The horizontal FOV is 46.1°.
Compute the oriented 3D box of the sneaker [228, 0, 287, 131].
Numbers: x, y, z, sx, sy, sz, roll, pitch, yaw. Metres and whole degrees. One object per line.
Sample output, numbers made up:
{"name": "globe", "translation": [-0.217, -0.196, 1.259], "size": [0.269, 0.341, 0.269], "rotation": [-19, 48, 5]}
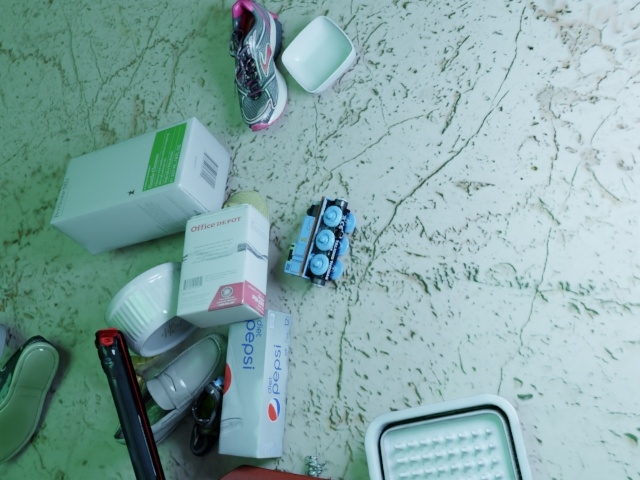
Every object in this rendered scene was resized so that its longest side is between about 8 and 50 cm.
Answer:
{"name": "sneaker", "translation": [-0.152, -0.382, 1.649], "size": [0.120, 0.112, 0.299], "rotation": [-14, 73, 26]}

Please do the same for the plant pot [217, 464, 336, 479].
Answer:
{"name": "plant pot", "translation": [-0.111, 0.564, 1.324], "size": [0.267, 0.235, 0.267], "rotation": [0, 83, 30]}

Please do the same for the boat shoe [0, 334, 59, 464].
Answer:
{"name": "boat shoe", "translation": [-0.736, 0.376, 1.800], "size": [0.113, 0.127, 0.340], "rotation": [37, 105, 56]}

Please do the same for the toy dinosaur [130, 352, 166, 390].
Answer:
{"name": "toy dinosaur", "translation": [-0.406, 0.280, 1.666], "size": [0.211, 0.064, 0.112], "rotation": [-14, 71, 25]}

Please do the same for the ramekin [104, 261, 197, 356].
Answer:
{"name": "ramekin", "translation": [-0.337, 0.152, 1.579], "size": [0.207, 0.207, 0.109], "rotation": [-45, 71, 13]}

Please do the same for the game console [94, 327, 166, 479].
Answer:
{"name": "game console", "translation": [-0.342, 0.352, 1.370], "size": [0.060, 0.342, 0.387], "rotation": [-17, 91, -13]}

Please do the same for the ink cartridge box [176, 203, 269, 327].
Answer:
{"name": "ink cartridge box", "translation": [-0.192, 0.052, 1.503], "size": [0.158, 0.092, 0.218], "rotation": [-12, 61, 24]}

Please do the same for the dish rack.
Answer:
{"name": "dish rack", "translation": [0.232, 0.443, 1.270], "size": [0.285, 0.072, 0.333], "rotation": [-18, 71, 25]}

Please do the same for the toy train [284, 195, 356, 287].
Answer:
{"name": "toy train", "translation": [0.000, 0.000, 1.498], "size": [0.105, 0.080, 0.184], "rotation": [12, 85, 36]}

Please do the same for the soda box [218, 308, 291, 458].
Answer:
{"name": "soda box", "translation": [-0.129, 0.282, 1.495], "size": [0.098, 0.091, 0.286], "rotation": [-2, 77, 29]}

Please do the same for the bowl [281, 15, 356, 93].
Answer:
{"name": "bowl", "translation": [0.003, -0.389, 1.599], "size": [0.142, 0.053, 0.142], "rotation": [-44, 62, 14]}

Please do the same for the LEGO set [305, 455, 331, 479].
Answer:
{"name": "LEGO set", "translation": [-0.006, 0.443, 1.429], "size": [0.083, 0.023, 0.054], "rotation": [31, 94, 31]}

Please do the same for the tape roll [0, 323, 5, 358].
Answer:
{"name": "tape roll", "translation": [-0.856, 0.301, 1.852], "size": [0.219, 0.072, 0.219], "rotation": [-33, 44, 40]}

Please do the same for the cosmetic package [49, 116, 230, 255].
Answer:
{"name": "cosmetic package", "translation": [-0.398, -0.113, 1.675], "size": [0.365, 0.155, 0.197], "rotation": [-14, 54, 24]}

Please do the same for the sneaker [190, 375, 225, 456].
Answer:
{"name": "sneaker", "translation": [-0.237, 0.360, 1.532], "size": [0.067, 0.078, 0.188], "rotation": [34, 116, 29]}

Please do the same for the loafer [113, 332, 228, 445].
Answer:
{"name": "loafer", "translation": [-0.308, 0.319, 1.573], "size": [0.319, 0.111, 0.112], "rotation": [-50, 61, 10]}

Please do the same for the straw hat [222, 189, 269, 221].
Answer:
{"name": "straw hat", "translation": [-0.181, -0.047, 1.617], "size": [0.144, 0.061, 0.144], "rotation": [-7, 76, 28]}
